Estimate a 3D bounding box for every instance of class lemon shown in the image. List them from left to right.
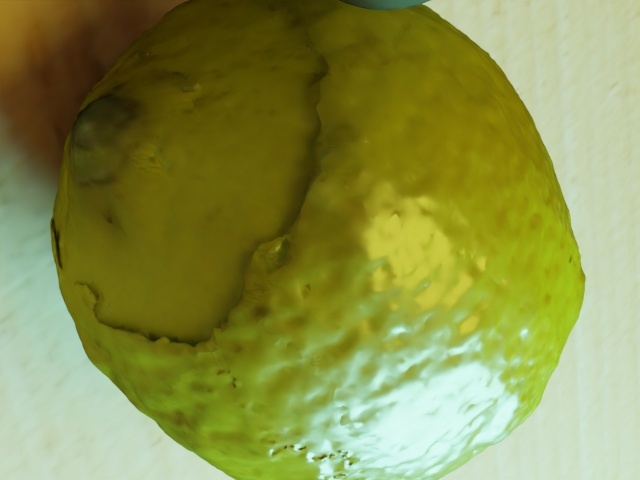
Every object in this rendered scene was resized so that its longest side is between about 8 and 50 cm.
[{"bbox_3d":[0.001,0.002,0.585,0.180,0.180,0.193,-44,120,-31],"label":"lemon"}]

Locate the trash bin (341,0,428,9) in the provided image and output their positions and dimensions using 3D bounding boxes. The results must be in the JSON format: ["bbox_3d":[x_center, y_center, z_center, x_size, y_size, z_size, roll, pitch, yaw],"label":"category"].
[{"bbox_3d":[-0.003,-0.215,0.451,0.220,0.219,0.250,-38,145,-5],"label":"trash bin"}]
